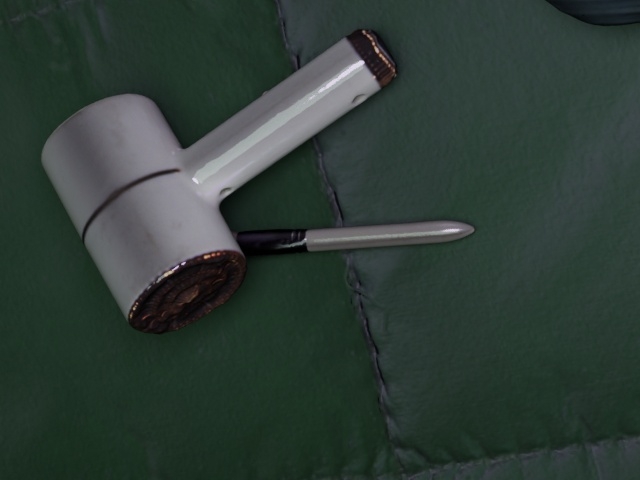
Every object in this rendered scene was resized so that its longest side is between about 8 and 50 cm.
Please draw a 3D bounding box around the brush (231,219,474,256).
[{"bbox_3d":[0.000,0.000,1.897,0.299,0.042,0.039,-3,68,19],"label":"brush"}]

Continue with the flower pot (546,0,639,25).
[{"bbox_3d":[0.245,-0.302,1.682,0.189,0.157,0.243,-3,102,18],"label":"flower pot"}]

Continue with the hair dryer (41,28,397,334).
[{"bbox_3d":[-0.070,-0.092,1.855,0.362,0.128,0.203,-35,65,8],"label":"hair dryer"}]
